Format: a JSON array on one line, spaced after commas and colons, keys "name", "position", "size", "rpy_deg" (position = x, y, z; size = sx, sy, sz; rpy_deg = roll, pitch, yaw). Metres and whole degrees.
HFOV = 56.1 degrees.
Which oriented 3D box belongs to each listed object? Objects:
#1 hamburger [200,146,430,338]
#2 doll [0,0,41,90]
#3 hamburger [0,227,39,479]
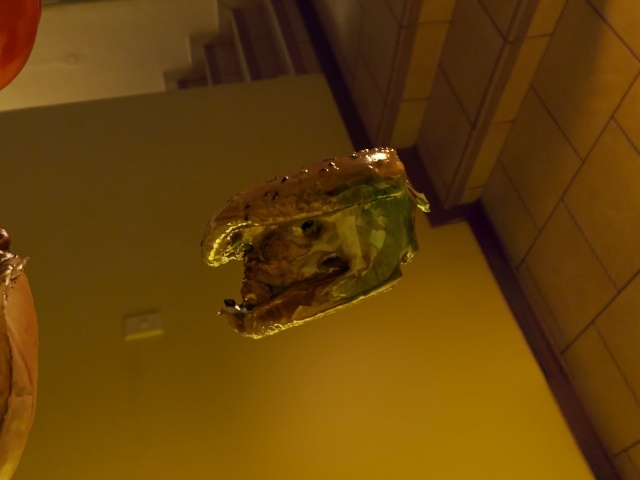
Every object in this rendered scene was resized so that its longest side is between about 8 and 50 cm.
[{"name": "hamburger", "position": [0.000, 0.000, 0.701], "size": [0.192, 0.288, 0.167], "rpy_deg": [134, 116, -81]}, {"name": "doll", "position": [-0.296, -0.192, 0.480], "size": [0.290, 0.130, 0.160], "rpy_deg": [-107, 34, -66]}, {"name": "hamburger", "position": [-0.297, 0.096, 0.427], "size": [0.245, 0.282, 0.155], "rpy_deg": [10, 148, 35]}]
